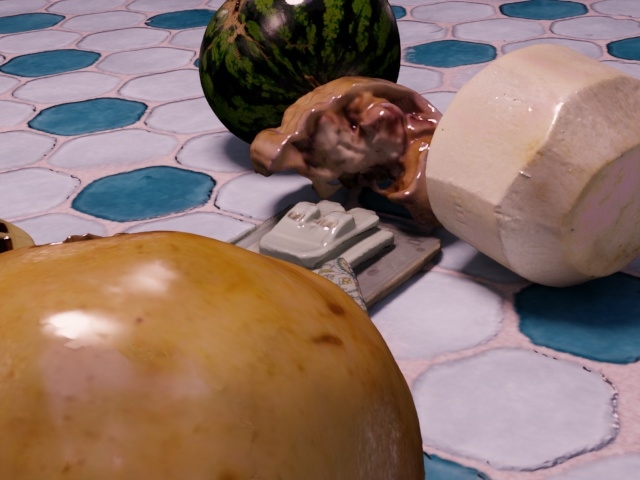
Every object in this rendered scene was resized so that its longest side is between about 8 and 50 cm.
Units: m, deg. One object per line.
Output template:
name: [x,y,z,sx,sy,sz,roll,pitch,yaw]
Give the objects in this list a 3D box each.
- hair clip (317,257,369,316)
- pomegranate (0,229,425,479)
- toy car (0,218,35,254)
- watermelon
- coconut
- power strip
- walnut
hair clip: [0.011,0.080,0.872,0.066,0.036,0.229,7,37,-1]
pomegranate: [-0.099,0.149,0.490,0.332,0.332,0.332,-2,26,1]
toy car: [-0.316,0.046,0.951,0.124,0.101,0.257,-3,26,-19]
watermelon: [-0.024,-0.235,1.324,0.269,0.269,0.269,-2,26,1]
coconut: [0.222,-0.075,1.007,0.241,0.241,0.241,-2,26,1]
power strip: [0.000,0.000,1.050,0.198,0.064,0.213,13,30,30]
walnut: [0.048,-0.113,1.155,0.238,0.141,0.204,15,10,5]
